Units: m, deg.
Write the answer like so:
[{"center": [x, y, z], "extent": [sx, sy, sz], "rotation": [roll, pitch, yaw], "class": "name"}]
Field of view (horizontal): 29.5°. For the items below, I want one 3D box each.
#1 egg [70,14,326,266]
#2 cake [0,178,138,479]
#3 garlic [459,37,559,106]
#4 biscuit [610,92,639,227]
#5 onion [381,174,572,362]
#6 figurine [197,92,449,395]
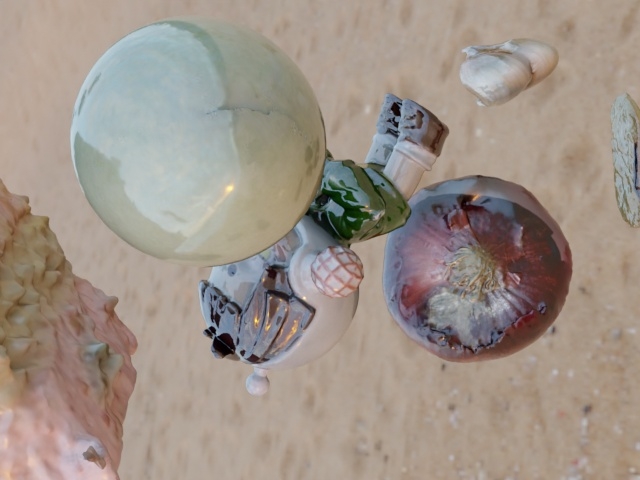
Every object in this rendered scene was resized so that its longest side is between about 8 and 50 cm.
[{"center": [-0.092, -0.074, 0.913], "extent": [0.253, 0.187, 0.186], "rotation": [-139, 61, -63], "class": "egg"}, {"center": [-0.345, 0.100, 1.014], "extent": [0.293, 0.306, 0.314], "rotation": [-36, 17, 13], "class": "cake"}, {"center": [0.294, -0.268, 1.908], "extent": [0.124, 0.174, 0.099], "rotation": [16, 133, 61], "class": "garlic"}, {"center": [0.327, -0.083, 1.287], "extent": [0.071, 0.018, 0.147], "rotation": [-118, 19, -74], "class": "biscuit"}, {"center": [0.213, 0.049, 1.709], "extent": [0.195, 0.272, 0.272], "rotation": [86, -175, -66], "class": "onion"}, {"center": [0.000, 0.000, 1.368], "extent": [0.370, 0.167, 0.281], "rotation": [-52, 28, -4], "class": "figurine"}]
